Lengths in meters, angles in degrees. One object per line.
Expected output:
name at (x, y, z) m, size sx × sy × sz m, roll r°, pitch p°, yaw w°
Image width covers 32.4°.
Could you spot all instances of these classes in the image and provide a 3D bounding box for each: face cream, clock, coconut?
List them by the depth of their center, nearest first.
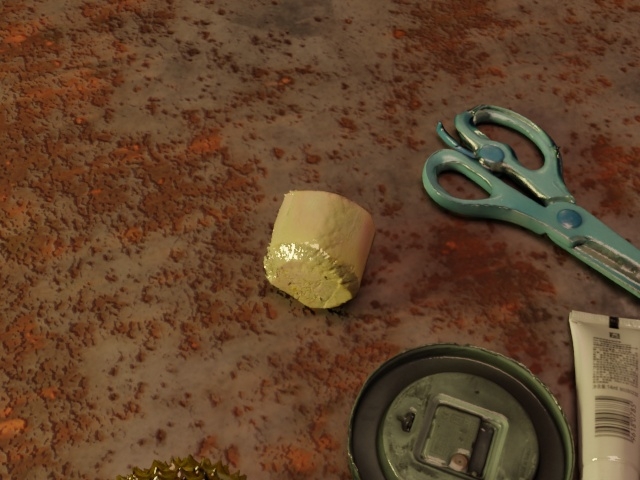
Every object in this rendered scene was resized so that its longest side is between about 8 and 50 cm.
clock at (0.137, 0.207, 1.095) m, size 0.225 × 0.049 × 0.226 m, roll 2°, pitch 53°, yaw -2°
face cream at (0.296, 0.171, 1.129) m, size 0.092 × 0.058 × 0.244 m, roll 7°, pitch 48°, yaw 9°
coconut at (0.000, 0.000, 1.191) m, size 0.116 × 0.116 × 0.122 m, roll 12°, pitch 54°, yaw 5°

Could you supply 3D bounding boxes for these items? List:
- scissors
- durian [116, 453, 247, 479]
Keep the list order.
scissors at (0.285, -0.026, 1.280) m, size 0.393 × 0.032 × 0.180 m, roll 38°, pitch 60°, yaw 23°
durian at (-0.152, 0.276, 0.970) m, size 0.237 × 0.138 × 0.193 m, roll -28°, pitch 61°, yaw -21°
